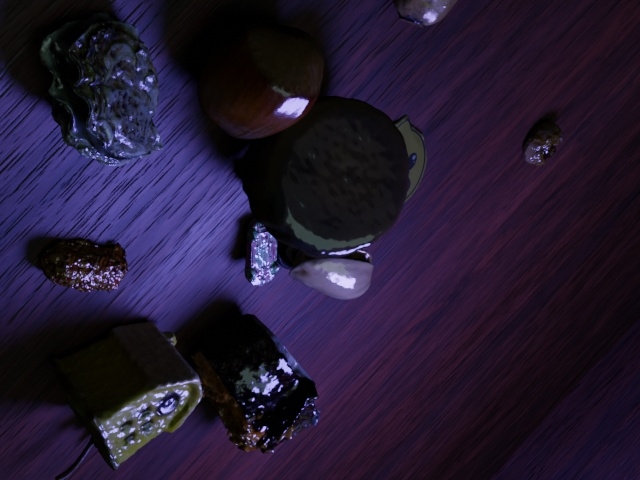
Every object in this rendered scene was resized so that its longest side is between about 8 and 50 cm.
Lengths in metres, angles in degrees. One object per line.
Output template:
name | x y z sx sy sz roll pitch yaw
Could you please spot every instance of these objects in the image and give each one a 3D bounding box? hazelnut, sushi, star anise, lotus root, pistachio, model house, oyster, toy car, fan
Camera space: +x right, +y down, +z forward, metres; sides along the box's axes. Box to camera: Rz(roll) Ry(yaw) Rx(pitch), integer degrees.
hazelnut | -0.087 -0.254 1.618 0.210 0.186 0.210 -25 120 -56
sushi | -0.128 0.318 2.090 0.207 0.234 0.348 -37 139 -15
star anise | -0.405 0.364 1.947 0.234 0.073 0.177 -35 161 -56
lotus root | 0.206 -0.481 1.775 0.125 0.118 0.221 -21 143 -58
pistachio | 0.024 0.054 2.046 0.152 0.126 0.223 -20 154 32
model house | -0.343 0.259 1.833 0.234 0.193 0.175 -33 140 -19
oyster | -0.321 -0.210 1.497 0.198 0.112 0.268 -48 143 -38
toy car | -0.119 0.019 1.958 0.069 0.055 0.142 -16 120 -38
fan | 0.131 -0.107 2.110 0.229 0.011 0.335 -4 121 -44

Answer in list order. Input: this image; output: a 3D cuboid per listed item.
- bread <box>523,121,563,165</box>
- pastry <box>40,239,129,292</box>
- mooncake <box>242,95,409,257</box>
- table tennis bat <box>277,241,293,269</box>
bread | 0.532 -0.231 2.400 0.082 0.060 0.113 10 117 -53
pastry | -0.390 0.050 1.692 0.169 0.063 0.087 5 117 -48
mooncake | 0.005 -0.113 1.783 0.290 0.161 0.290 -3 97 -24
table tennis bat | 0.000 0.000 2.090 0.236 0.027 0.150 2 123 -46
